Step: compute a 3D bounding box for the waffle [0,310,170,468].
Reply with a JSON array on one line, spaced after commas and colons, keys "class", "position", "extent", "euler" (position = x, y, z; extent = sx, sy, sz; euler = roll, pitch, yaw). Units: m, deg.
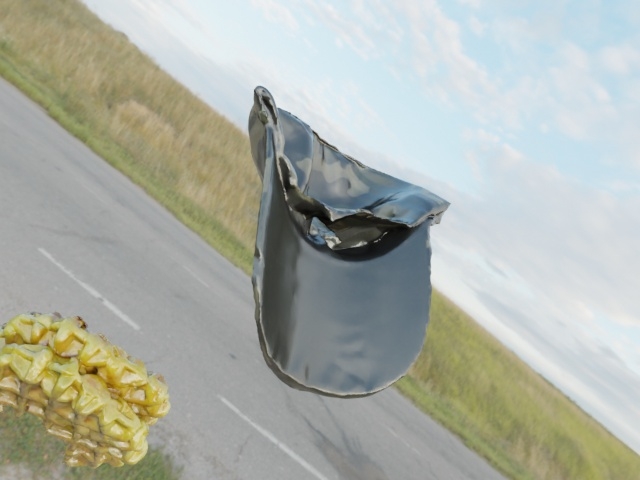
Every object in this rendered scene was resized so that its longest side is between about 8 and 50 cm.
[{"class": "waffle", "position": [-0.432, 0.260, 0.809], "extent": [0.324, 0.261, 0.151], "euler": [47, 28, -30]}]

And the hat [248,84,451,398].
[{"class": "hat", "position": [0.000, 0.000, 0.650], "extent": [0.366, 0.382, 0.257], "euler": [29, -17, -27]}]
